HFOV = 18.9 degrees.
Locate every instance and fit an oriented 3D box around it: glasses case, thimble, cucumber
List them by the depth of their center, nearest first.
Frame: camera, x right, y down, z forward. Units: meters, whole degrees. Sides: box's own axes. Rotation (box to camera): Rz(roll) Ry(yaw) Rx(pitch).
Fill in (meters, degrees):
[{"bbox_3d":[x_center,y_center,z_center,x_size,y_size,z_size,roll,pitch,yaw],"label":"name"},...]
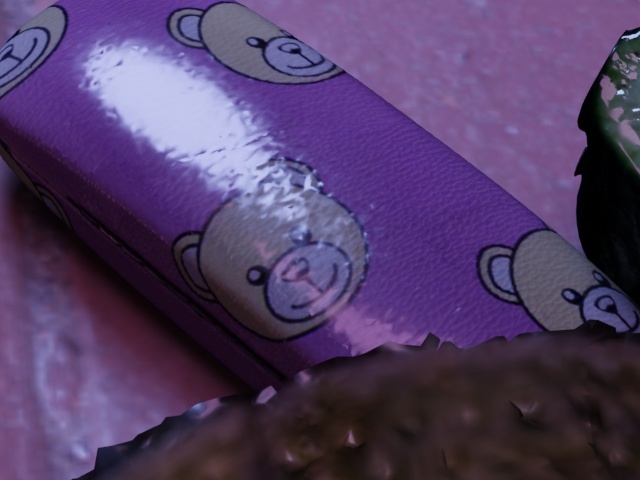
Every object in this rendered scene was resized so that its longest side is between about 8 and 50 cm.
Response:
[{"bbox_3d":[0.042,0.152,0.523,0.270,0.150,0.271,-10,25,5],"label":"thimble"},{"bbox_3d":[0.000,0.000,0.755,0.316,0.076,0.123,38,55,21],"label":"glasses case"},{"bbox_3d":[0.141,-0.026,0.767,0.085,0.193,0.115,28,81,16],"label":"cucumber"}]
